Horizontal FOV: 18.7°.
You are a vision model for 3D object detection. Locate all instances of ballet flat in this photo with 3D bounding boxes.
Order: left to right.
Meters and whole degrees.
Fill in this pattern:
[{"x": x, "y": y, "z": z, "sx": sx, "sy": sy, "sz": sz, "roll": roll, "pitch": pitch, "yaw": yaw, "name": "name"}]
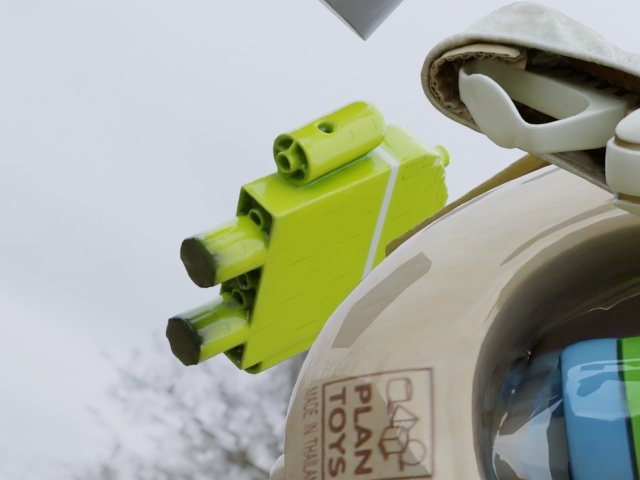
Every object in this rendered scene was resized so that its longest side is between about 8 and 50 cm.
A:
[{"x": 0.093, "y": -0.029, "z": 0.590, "sx": 0.168, "sy": 0.052, "sz": 0.057, "roll": 28, "pitch": -52, "yaw": 49, "name": "ballet flat"}]

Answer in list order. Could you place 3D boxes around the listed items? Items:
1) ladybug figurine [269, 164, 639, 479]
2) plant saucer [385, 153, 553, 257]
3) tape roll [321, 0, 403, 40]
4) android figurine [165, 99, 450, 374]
[{"x": 0.199, "y": 0.101, "z": 0.955, "sx": 0.449, "sy": 0.305, "sz": 0.162, "roll": -5, "pitch": -23, "yaw": 13, "name": "ladybug figurine"}, {"x": 0.241, "y": 0.063, "z": 1.191, "sx": 0.332, "sy": 0.081, "sz": 0.333, "roll": 51, "pitch": -36, "yaw": -3, "name": "plant saucer"}, {"x": -0.022, "y": -0.251, "z": 1.470, "sx": 0.219, "sy": 0.072, "sz": 0.219, "roll": 42, "pitch": 5, "yaw": -4, "name": "tape roll"}, {"x": 0.000, "y": 0.000, "z": 1.526, "sx": 0.056, "sy": 0.273, "sz": 0.248, "roll": 41, "pitch": -40, "yaw": 28, "name": "android figurine"}]
